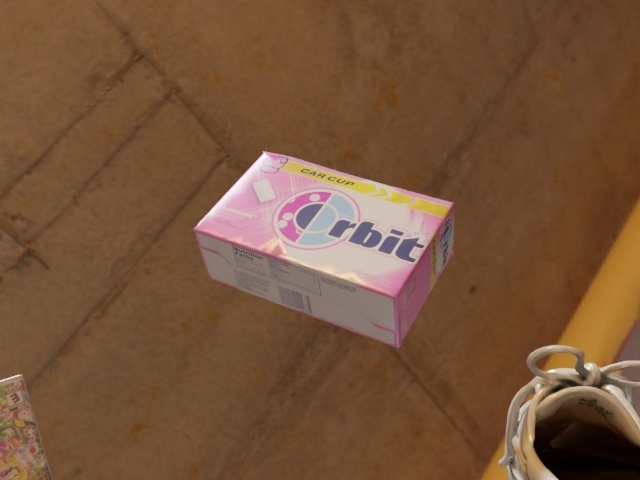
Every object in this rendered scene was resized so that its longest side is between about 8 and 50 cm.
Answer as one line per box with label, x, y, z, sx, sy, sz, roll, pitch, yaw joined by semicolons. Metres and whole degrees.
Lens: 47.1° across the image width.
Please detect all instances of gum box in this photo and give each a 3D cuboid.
gum box;0.000;0.000;0.595;0.107;0.188;0.062;-54;-30;-36

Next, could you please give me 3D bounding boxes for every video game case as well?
video game case;-0.213;0.155;0.455;0.087;0.011;0.122;-16;-101;-22

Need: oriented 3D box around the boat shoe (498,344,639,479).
boat shoe;0.197;0.148;0.540;0.367;0.136;0.156;-34;-62;-75
